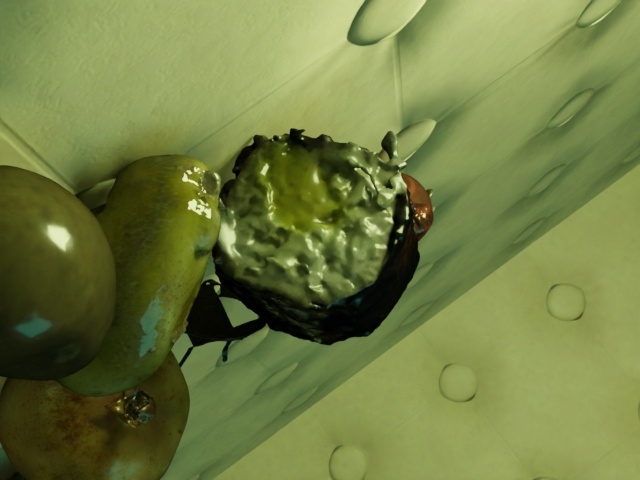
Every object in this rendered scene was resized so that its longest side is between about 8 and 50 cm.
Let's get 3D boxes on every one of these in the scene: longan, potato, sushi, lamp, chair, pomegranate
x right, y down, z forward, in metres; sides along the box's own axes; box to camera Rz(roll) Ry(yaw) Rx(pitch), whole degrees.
[{"bbox_3d":[-0.326,0.042,0.972,0.248,0.248,0.248,-33,162,-12],"label":"longan"},{"bbox_3d":[-0.250,0.040,1.175,0.202,0.218,0.351,34,106,-30],"label":"potato"},{"bbox_3d":[0.000,0.001,1.384,0.299,0.281,0.294,6,160,8],"label":"sushi"},{"bbox_3d":[0.131,-0.048,1.691,0.223,0.215,0.151,12,117,-54],"label":"lamp"},{"bbox_3d":[-0.191,0.135,1.540,0.174,0.149,0.213,-20,171,-40],"label":"chair"},{"bbox_3d":[-0.352,0.276,1.442,0.319,0.319,0.319,-33,162,-12],"label":"pomegranate"}]

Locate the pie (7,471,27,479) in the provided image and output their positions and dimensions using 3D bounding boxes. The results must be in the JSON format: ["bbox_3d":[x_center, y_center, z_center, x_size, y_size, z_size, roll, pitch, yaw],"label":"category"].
[{"bbox_3d":[-0.601,0.562,1.830,0.090,0.248,0.201,37,65,-38],"label":"pie"}]
